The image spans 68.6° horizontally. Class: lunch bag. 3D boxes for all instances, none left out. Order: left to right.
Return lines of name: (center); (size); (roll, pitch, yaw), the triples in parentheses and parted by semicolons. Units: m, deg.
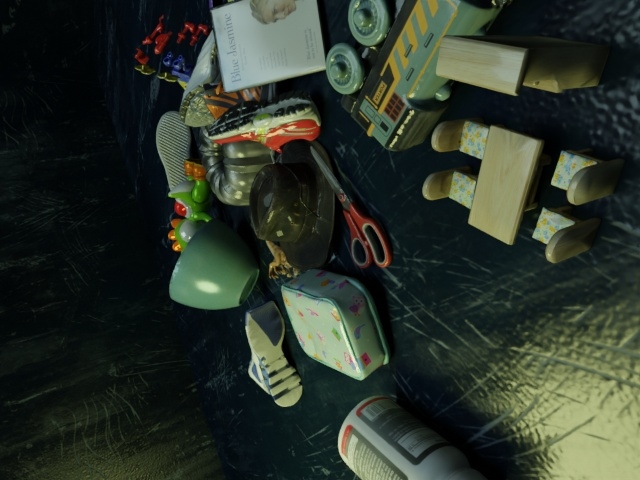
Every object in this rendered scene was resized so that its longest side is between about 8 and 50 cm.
lunch bag: (0.028, 0.185, 1.057); (0.279, 0.107, 0.224); (5, 121, 61)

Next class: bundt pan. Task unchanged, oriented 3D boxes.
bundt pan: (-0.254, -0.247, 1.347); (0.330, 0.124, 0.331); (30, 127, 50)

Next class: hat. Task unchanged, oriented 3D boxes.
hat: (-0.091, -0.081, 1.111); (0.331, 0.133, 0.332); (18, 112, 54)

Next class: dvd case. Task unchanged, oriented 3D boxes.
dvd case: (-0.110, -0.425, 0.982); (0.252, 0.022, 0.181); (-5, 100, 23)
dvd case: (0.000, 0.000, 1.133); (0.087, 0.013, 0.120); (-43, 64, 57)

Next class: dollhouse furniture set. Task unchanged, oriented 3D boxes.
dollhouse furniture set: (0.219, -0.112, 0.567); (0.212, 0.160, 0.242); (38, 134, 46)

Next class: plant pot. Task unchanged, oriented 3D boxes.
plant pot: (-0.309, 0.103, 1.486); (0.195, 0.290, 0.290); (26, 135, 7)

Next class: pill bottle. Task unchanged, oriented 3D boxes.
pill bottle: (0.174, 0.429, 0.878); (0.283, 0.161, 0.162); (23, 122, 54)

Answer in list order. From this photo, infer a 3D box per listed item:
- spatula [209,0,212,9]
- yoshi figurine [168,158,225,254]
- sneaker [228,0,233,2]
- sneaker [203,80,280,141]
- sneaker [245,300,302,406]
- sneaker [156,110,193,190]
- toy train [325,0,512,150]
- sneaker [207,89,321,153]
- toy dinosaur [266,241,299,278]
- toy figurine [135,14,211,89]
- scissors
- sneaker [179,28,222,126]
spatula: (-0.366, -0.746, 1.409); (0.296, 0.030, 0.084); (45, 142, 42)
yoshi figurine: (-0.407, -0.097, 1.674); (0.202, 0.203, 0.363); (14, 105, 13)
sneaker: (-0.192, -0.598, 1.122); (0.126, 0.091, 0.240); (88, 174, -62)
sneaker: (-0.185, -0.385, 1.086); (0.125, 0.179, 0.322); (-88, 2, -62)
sneaker: (-0.179, 0.360, 1.477); (0.182, 0.127, 0.316); (-19, 87, 58)
sneaker: (-0.554, -0.308, 1.821); (0.150, 0.135, 0.367); (147, 116, -74)
toy train: (0.135, -0.290, 0.673); (0.190, 0.142, 0.334); (50, 142, 17)
sneaker: (-0.128, -0.242, 1.052); (0.278, 0.108, 0.118); (-3, 141, 26)
toy dinosaur: (-0.116, 0.041, 1.319); (0.211, 0.064, 0.112); (40, 117, 33)
toy figurine: (-0.342, -0.496, 1.403); (0.362, 0.217, 0.192); (23, 82, 23)
scissors: (0.062, -0.079, 0.962); (0.109, 0.021, 0.298); (-28, 82, 54)
sneaker: (-0.275, -0.422, 1.199); (0.297, 0.110, 0.129); (-50, 43, 28)
